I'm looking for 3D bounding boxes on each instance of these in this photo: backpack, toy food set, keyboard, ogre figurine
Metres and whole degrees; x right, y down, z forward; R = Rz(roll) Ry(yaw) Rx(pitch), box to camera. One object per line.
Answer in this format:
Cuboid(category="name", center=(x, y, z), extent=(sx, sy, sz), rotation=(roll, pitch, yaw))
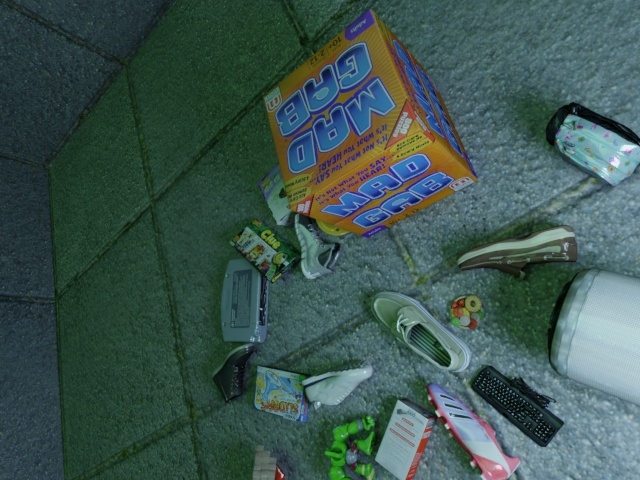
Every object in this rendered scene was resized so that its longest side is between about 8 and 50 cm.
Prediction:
Cuboid(category="backpack", center=(0.580, -0.200, 0.940), extent=(0.182, 0.152, 0.115), rotation=(47, 125, 32))
Cuboid(category="toy food set", center=(0.035, -0.106, 1.385), extent=(0.128, 0.071, 0.217), rotation=(-16, 71, -5))
Cuboid(category="keyboard", center=(0.429, 0.350, 0.980), extent=(0.192, 0.038, 0.100), rotation=(37, 103, 37))
Cuboid(category="toy food set", center=(0.356, 0.176, 1.090), extent=(0.083, 0.020, 0.082), rotation=(-12, 72, 36))
Cuboid(category="ogre figurine", center=(0.081, 0.560, 1.168), extent=(0.118, 0.097, 0.196), rotation=(-2, 89, 26))

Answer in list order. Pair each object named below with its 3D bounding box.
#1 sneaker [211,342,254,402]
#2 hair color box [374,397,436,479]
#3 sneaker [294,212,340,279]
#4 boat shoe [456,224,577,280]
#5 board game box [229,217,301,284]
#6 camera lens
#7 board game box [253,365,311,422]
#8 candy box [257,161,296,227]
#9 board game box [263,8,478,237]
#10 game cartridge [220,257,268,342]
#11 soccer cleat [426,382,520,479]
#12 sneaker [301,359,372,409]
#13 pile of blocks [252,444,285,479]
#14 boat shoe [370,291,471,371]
Cuboid(category="sneaker", center=(-0.272, 0.443, 1.494), extent=(0.222, 0.083, 0.118), rotation=(-49, 60, 28))
Cuboid(category="hair color box", center=(0.211, 0.492, 1.107), extent=(0.093, 0.053, 0.167), rotation=(23, 95, 41))
Cuboid(category="sneaker", center=(0.000, 0.000, 1.385), extent=(0.132, 0.086, 0.228), rotation=(-14, 81, 30))
Cuboid(category="boat shoe", center=(0.440, 0.044, 1.011), extent=(0.258, 0.095, 0.095), rotation=(-19, 74, 33))
Cuboid(category="board game box", center=(-0.192, 0.030, 1.517), extent=(0.136, 0.030, 0.260), rotation=(-41, 51, -15))
Cuboid(category="camera lens", center=(0.570, 0.179, 0.791), extent=(0.275, 0.219, 0.219), rotation=(17, 90, 40))
Cuboid(category="board game box", center=(-0.121, 0.472, 1.386), extent=(0.201, 0.035, 0.136), rotation=(-3, 77, 38))
Cuboid(category="candy box", center=(-0.107, -0.169, 1.509), extent=(0.165, 0.070, 0.196), rotation=(-42, 56, 23))
Cuboid(category="board game box", center=(0.127, -0.268, 1.163), extent=(0.356, 0.356, 0.356), rotation=(-29, 63, 29))
Cuboid(category="game cartridge", center=(-0.267, 0.206, 1.557), extent=(0.196, 0.060, 0.293), rotation=(-7, 74, 33))
Cuboid(category="soccer cleat", center=(0.338, 0.425, 1.019), extent=(0.095, 0.083, 0.248), rotation=(-31, 51, -5))
Cuboid(category="sneaker", center=(0.055, 0.402, 1.244), extent=(0.235, 0.090, 0.094), rotation=(-29, 75, 34))
Cuboid(category="pile of blocks", center=(-0.150, 0.789, 1.305), extent=(0.113, 0.149, 0.361), rotation=(6, 92, -4))
Cuboid(category="boat shoe", center=(0.238, 0.217, 1.125), extent=(0.302, 0.094, 0.109), rotation=(32, 99, 39))
